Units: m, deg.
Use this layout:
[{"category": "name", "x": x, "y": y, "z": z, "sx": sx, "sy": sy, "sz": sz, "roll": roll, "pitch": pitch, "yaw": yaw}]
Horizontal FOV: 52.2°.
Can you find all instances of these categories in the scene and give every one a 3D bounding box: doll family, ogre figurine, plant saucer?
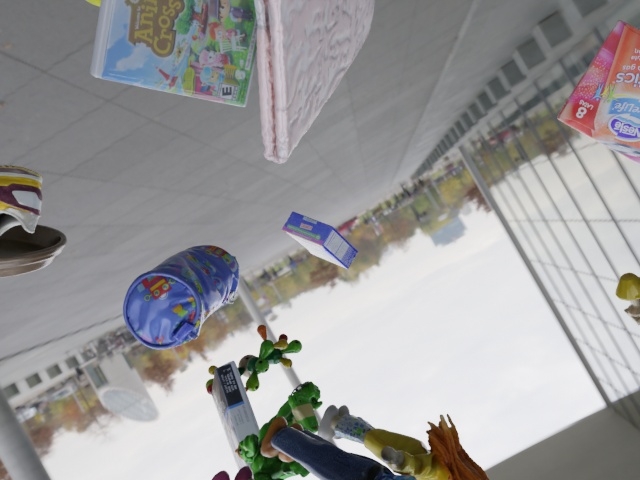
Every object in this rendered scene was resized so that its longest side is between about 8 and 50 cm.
[{"category": "doll family", "x": 0.045, "y": 0.191, "z": 0.526, "sx": 0.163, "sy": 0.119, "sz": 0.263, "roll": 17, "pitch": 180, "yaw": 34}, {"category": "ogre figurine", "x": -0.055, "y": 0.300, "z": 0.925, "sx": 0.096, "sy": 0.197, "sz": 0.118, "roll": 27, "pitch": 125, "yaw": -34}, {"category": "plant saucer", "x": -0.548, "y": 0.013, "z": 1.029, "sx": 0.277, "sy": 0.041, "sz": 0.278, "roll": 5, "pitch": -168, "yaw": -1}]

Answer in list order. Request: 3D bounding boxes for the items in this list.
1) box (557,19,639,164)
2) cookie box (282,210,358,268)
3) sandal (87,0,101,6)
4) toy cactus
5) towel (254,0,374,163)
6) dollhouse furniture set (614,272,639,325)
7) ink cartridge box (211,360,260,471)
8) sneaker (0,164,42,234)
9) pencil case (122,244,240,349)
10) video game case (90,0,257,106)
[{"category": "box", "x": 0.466, "y": -0.217, "z": 0.989, "sx": 0.154, "sy": 0.142, "sz": 0.300, "roll": -62, "pitch": 165, "yaw": 21}, {"category": "cookie box", "x": 0.000, "y": 0.000, "z": 1.119, "sx": 0.040, "sy": 0.091, "sz": 0.107, "roll": -61, "pitch": 144, "yaw": -10}, {"category": "sandal", "x": -0.286, "y": -0.465, "z": 0.803, "sx": 0.138, "sy": 0.126, "sz": 0.318, "roll": -49, "pitch": 155, "yaw": -34}, {"category": "toy cactus", "x": -0.150, "y": 0.258, "z": 1.376, "sx": 0.219, "sy": 0.112, "sz": 0.180, "roll": -34, "pitch": 180, "yaw": -20}, {"category": "towel", "x": 0.000, "y": -0.321, "z": 0.895, "sx": 0.317, "sy": 0.053, "sz": 0.332, "roll": 90, "pitch": 25, "yaw": -52}, {"category": "dollhouse furniture set", "x": 0.537, "y": 0.032, "z": 0.762, "sx": 0.303, "sy": 0.198, "sz": 0.286, "roll": -25, "pitch": -158, "yaw": 5}, {"category": "ink cartridge box", "x": -0.143, "y": 0.346, "z": 1.165, "sx": 0.045, "sy": 0.206, "sz": 0.208, "roll": -17, "pitch": 154, "yaw": -18}, {"category": "sneaker", "x": -0.427, "y": -0.041, "z": 0.786, "sx": 0.185, "sy": 0.084, "sz": 0.069, "roll": -4, "pitch": 167, "yaw": 11}, {"category": "pencil case", "x": -0.221, "y": 0.087, "z": 1.103, "sx": 0.119, "sy": 0.133, "sz": 0.306, "roll": -51, "pitch": -179, "yaw": 10}, {"category": "video game case", "x": -0.150, "y": -0.275, "z": 0.752, "sx": 0.193, "sy": 0.213, "sz": 0.023, "roll": 4, "pitch": -162, "yaw": -36}]
